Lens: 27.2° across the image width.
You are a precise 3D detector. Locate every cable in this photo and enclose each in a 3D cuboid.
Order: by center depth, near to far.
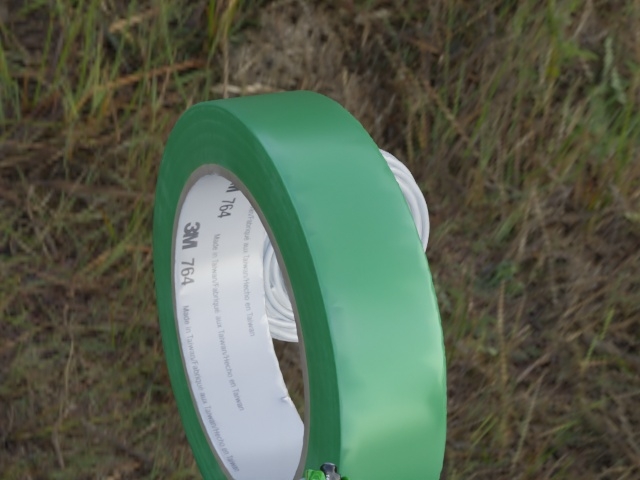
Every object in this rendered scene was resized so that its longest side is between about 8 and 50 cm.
[{"bbox_3d":[0.000,0.000,1.537,0.257,0.257,0.089,-49,42,2],"label":"cable"}]

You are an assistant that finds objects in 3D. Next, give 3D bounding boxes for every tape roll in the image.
[{"bbox_3d":[-0.027,0.061,0.907,0.077,0.321,0.321,-10,66,-25],"label":"tape roll"}]

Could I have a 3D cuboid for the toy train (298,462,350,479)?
[{"bbox_3d":[-0.002,0.122,0.474,0.017,0.023,0.083,18,62,-31],"label":"toy train"}]
